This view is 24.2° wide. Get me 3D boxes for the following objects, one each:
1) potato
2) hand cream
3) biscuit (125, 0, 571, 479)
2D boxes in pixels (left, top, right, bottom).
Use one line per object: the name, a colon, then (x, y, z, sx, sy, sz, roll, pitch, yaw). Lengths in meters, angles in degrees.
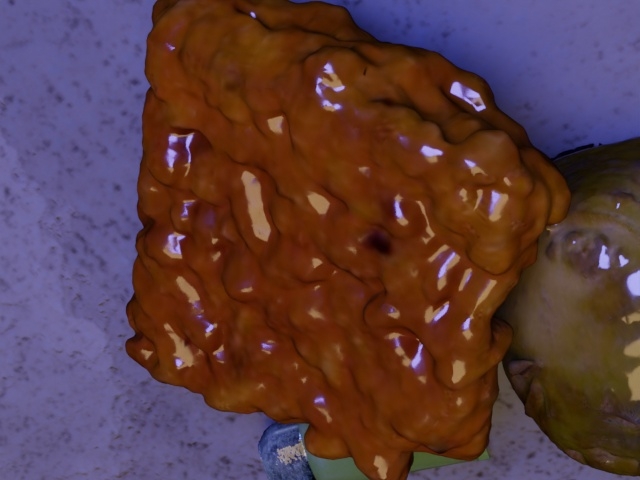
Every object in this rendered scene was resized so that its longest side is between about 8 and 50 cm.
potato: (0.266, 0.052, 1.020, 0.300, 0.196, 0.246, -13, 120, 12)
hand cream: (0.039, 0.159, 1.197, 0.175, 0.046, 0.095, -16, 117, 8)
biscuit: (0.000, 0.000, 1.008, 0.318, 0.110, 0.312, 24, 125, 23)
